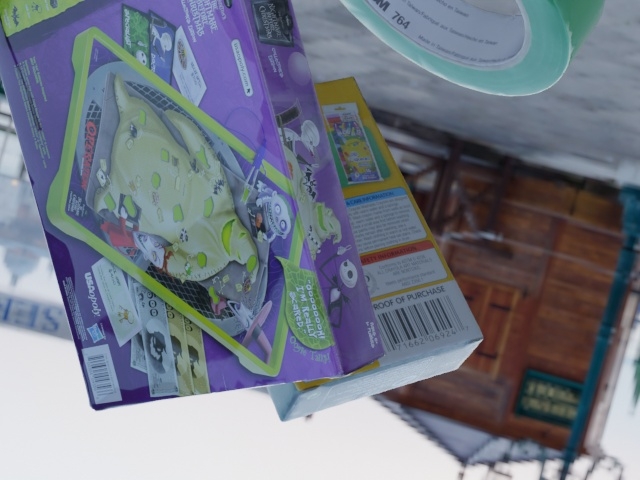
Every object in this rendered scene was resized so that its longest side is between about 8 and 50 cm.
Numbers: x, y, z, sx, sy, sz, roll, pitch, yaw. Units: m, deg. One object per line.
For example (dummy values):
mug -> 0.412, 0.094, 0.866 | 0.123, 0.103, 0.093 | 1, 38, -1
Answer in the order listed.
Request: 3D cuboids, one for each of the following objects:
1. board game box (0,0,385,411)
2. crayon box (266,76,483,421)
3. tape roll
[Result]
board game box -> -0.097, -0.081, 0.718 | 0.208, 0.347, 0.056 | -12, -177, 43
crayon box -> 0.000, 0.000, 1.249 | 0.203, 0.323, 0.083 | -13, 155, -24
tape roll -> 0.129, -0.280, 1.258 | 0.321, 0.077, 0.321 | 32, 163, 11
